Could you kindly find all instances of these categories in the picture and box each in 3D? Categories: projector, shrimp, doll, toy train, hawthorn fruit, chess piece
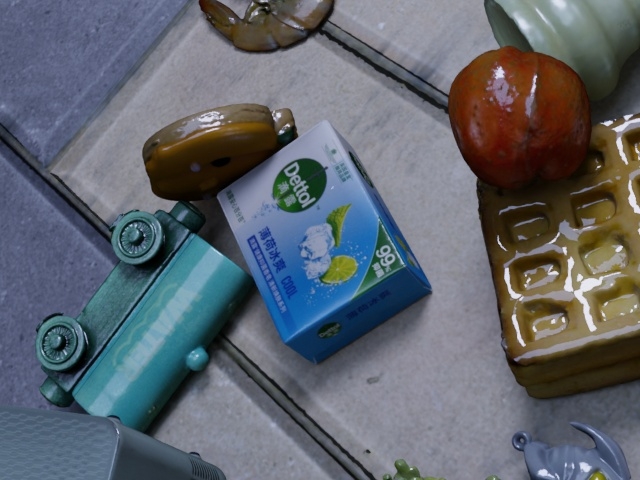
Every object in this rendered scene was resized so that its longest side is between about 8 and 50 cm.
[{"bbox_3d":[-0.240,0.221,1.069,0.250,0.198,0.108,0,68,26],"label":"projector"},{"bbox_3d":[-0.086,-0.289,1.330,0.236,0.053,0.133,22,99,29],"label":"shrimp"},{"bbox_3d":[0.221,0.223,0.915,0.195,0.062,0.104,46,135,30],"label":"doll"},{"bbox_3d":[-0.175,0.083,1.170,0.159,0.101,0.248,34,86,21],"label":"toy train"},{"bbox_3d":[0.167,-0.101,0.953,0.128,0.128,0.128,-11,63,23],"label":"hawthorn fruit"},{"bbox_3d":[0.291,-0.233,1.055,0.251,0.144,0.144,-33,56,3],"label":"chess piece"}]

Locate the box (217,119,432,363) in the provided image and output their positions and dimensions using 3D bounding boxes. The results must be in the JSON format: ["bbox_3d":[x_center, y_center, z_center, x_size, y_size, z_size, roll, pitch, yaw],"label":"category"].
[{"bbox_3d":[0.000,0.001,1.124,0.139,0.073,0.194,-34,56,10],"label":"box"}]

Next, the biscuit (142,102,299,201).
[{"bbox_3d":[-0.097,-0.081,1.166,0.170,0.170,0.050,-23,74,17],"label":"biscuit"}]

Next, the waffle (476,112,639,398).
[{"bbox_3d":[0.302,-0.006,0.961,0.327,0.098,0.224,-16,62,19],"label":"waffle"}]

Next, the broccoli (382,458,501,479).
[{"bbox_3d":[0.070,0.285,0.852,0.263,0.243,0.247,-6,62,21],"label":"broccoli"}]
